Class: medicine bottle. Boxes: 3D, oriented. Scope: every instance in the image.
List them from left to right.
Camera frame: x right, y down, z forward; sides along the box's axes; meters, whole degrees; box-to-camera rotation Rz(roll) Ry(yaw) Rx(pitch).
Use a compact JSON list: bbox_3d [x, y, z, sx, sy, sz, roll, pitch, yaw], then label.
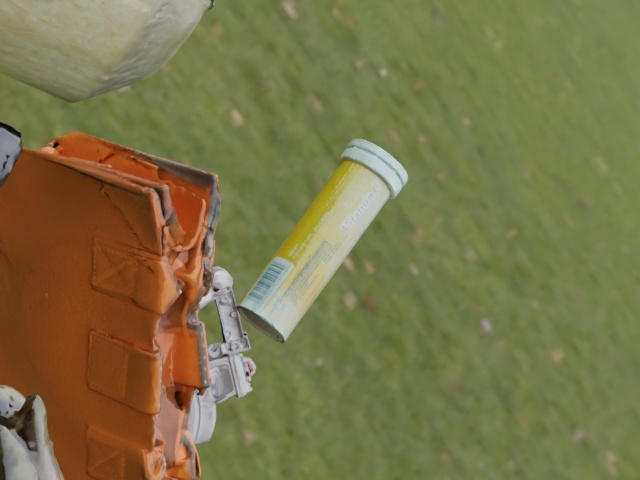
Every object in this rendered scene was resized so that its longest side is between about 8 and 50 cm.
[{"bbox_3d":[0.000,0.000,1.726,0.074,0.218,0.074,33,-16,11],"label":"medicine bottle"}]

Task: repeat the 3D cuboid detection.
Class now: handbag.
[{"bbox_3d":[-0.242,0.104,1.801,0.303,0.410,0.116,17,19,39],"label":"handbag"}]

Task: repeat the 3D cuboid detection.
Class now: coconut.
[{"bbox_3d":[-0.239,-0.282,1.473,0.323,0.323,0.323,51,16,-21],"label":"coconut"}]

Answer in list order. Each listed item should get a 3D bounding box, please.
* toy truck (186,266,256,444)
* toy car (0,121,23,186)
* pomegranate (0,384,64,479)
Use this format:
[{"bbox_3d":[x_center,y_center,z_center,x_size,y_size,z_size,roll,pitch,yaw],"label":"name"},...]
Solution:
[{"bbox_3d":[-0.168,0.137,1.977,0.161,0.177,0.213,-130,-152,-75],"label":"toy truck"},{"bbox_3d":[-0.333,0.003,1.068,0.213,0.176,0.359,28,29,-14],"label":"toy car"},{"bbox_3d":[-0.154,0.239,0.870,0.285,0.285,0.341,-71,148,-71],"label":"pomegranate"}]
